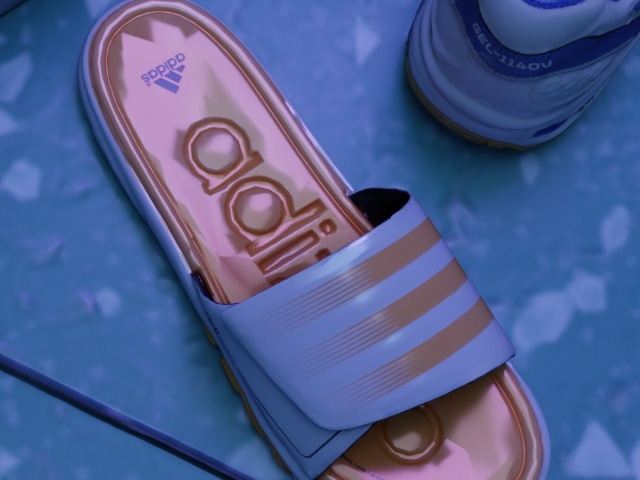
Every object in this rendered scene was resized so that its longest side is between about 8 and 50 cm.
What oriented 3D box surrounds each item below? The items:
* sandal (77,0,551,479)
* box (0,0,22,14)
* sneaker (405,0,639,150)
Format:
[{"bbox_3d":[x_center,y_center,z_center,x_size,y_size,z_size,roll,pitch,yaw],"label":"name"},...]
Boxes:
[{"bbox_3d":[-0.009,0.005,0.643,0.102,0.076,0.265,-36,83,-16],"label":"sandal"},{"bbox_3d":[-0.157,-0.190,0.646,0.091,0.130,0.170,-37,82,-16],"label":"box"},{"bbox_3d":[0.140,-0.176,0.690,0.111,0.131,0.296,25,71,0],"label":"sneaker"}]
